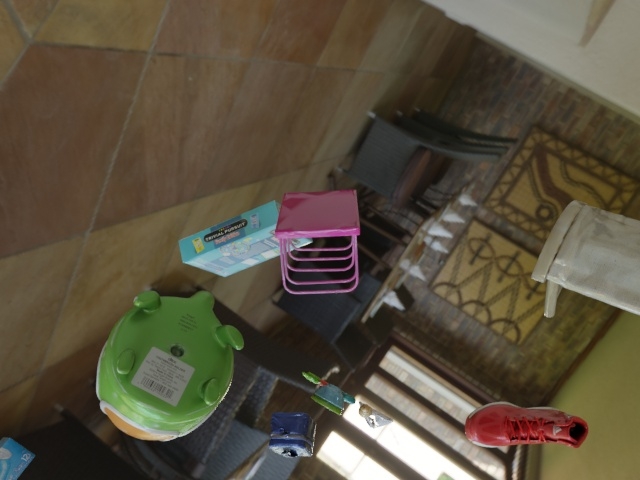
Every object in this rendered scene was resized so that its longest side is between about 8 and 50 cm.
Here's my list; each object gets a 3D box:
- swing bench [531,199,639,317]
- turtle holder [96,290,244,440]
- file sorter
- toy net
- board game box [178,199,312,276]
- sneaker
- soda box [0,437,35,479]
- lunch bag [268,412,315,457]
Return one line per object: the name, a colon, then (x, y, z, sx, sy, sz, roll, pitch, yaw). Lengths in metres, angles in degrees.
swing bench: (0.474, 0.059, 0.879, 0.165, 0.253, 0.255, -63, 151, -7)
turtle holder: (-0.304, 0.225, 1.146, 0.244, 0.320, 0.227, 10, 135, -31)
file sorter: (0.000, 0.000, 1.575, 0.290, 0.202, 0.182, -87, 174, -67)
toy net: (0.058, 0.345, 1.248, 0.232, 0.122, 0.045, 37, 75, -34)
board game box: (-0.228, 0.002, 1.878, 0.336, 0.079, 0.254, -22, 160, 15)
sneaker: (0.391, 0.342, 1.111, 0.128, 0.221, 0.086, 136, -50, -71)
soda box: (-0.669, 0.497, 1.179, 0.071, 0.067, 0.210, -22, -151, 50)
lunch bag: (-0.047, 0.327, 0.995, 0.098, 0.067, 0.065, 67, 23, -60)
